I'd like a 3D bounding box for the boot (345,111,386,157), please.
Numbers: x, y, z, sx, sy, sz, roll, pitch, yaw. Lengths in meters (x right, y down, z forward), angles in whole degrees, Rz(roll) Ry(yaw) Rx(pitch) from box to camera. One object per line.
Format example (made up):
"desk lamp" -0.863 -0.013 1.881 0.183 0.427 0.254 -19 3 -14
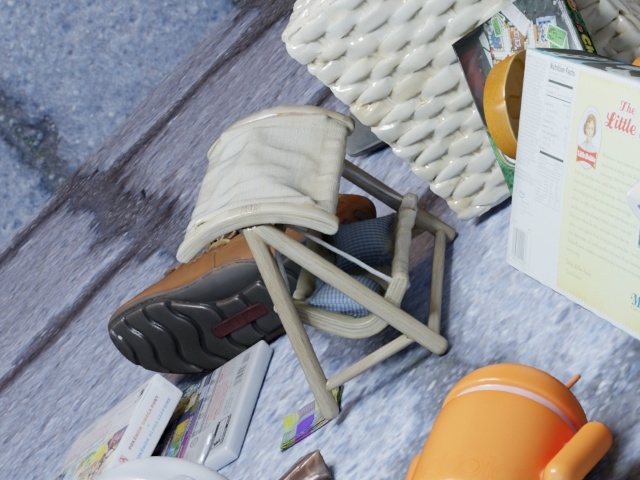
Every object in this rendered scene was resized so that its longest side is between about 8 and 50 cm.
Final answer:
"boot" 0.132 -0.195 2.554 0.189 0.076 0.208 -51 12 -27

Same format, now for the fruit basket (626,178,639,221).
"fruit basket" 0.419 -0.013 1.249 0.353 0.327 0.165 -36 -26 3

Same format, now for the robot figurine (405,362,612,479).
"robot figurine" 0.142 0.186 1.577 0.219 0.128 0.158 -63 -2 -43

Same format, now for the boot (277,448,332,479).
"boot" -0.043 0.245 1.981 0.114 0.037 0.106 -48 31 -1

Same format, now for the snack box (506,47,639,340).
"snack box" 0.236 -0.037 1.537 0.322 0.060 0.187 -144 56 -68

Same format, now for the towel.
"towel" -0.010 0.183 2.093 0.083 0.009 0.060 -36 21 24

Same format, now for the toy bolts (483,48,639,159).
"toy bolts" 0.264 -0.066 1.748 0.158 0.218 0.228 -8 74 37

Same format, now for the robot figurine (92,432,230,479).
"robot figurine" -0.162 0.334 1.773 0.353 0.200 0.300 -63 -3 -45

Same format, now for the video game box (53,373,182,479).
"video game box" -0.258 0.269 2.321 0.205 0.048 0.187 -38 17 47

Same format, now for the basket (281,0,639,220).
"basket" 0.190 -0.258 2.129 0.331 0.328 0.266 -35 21 32

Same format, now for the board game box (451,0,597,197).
"board game box" 0.226 -0.111 1.931 0.136 0.259 0.030 -31 -23 30

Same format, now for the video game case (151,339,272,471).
"video game case" -0.143 0.219 2.280 0.183 0.023 0.201 -34 22 29

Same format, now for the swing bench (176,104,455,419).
"swing bench" 0.000 0.000 2.068 0.165 0.254 0.253 -33 21 20

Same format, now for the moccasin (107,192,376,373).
"moccasin" -0.095 0.046 2.373 0.380 0.139 0.147 -32 20 31
